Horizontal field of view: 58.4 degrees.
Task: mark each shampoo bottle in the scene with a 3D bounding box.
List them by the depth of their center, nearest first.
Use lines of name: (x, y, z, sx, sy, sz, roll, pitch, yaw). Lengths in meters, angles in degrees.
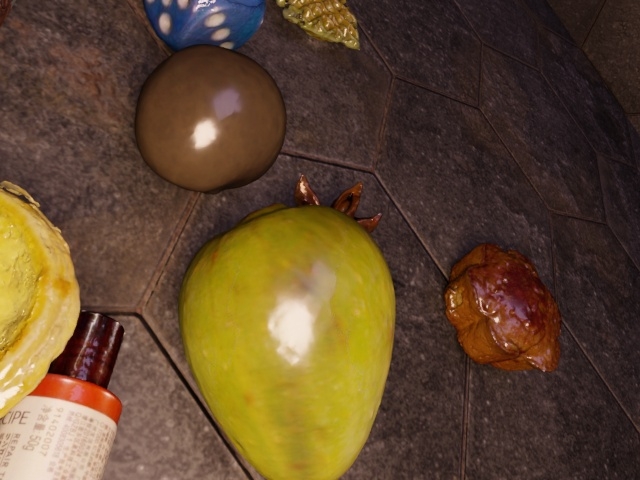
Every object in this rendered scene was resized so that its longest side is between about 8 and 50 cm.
shampoo bottle: (-0.250, 0.196, 0.527, 0.104, 0.104, 0.278, 28, 49, -26)

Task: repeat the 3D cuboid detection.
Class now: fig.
fig: (-0.029, 0.118, 0.668, 0.258, 0.258, 0.326, -2, 78, -42)

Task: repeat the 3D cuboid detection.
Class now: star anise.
star anise: (0.005, 0.003, 0.866, 0.212, 0.111, 0.196, -22, 75, -38)

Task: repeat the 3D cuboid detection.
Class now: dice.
dice: (-0.184, -0.385, 0.909, 0.146, 0.146, 0.143, -16, 78, -46)

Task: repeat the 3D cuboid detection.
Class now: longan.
longan: (-0.146, -0.162, 0.773, 0.220, 0.196, 0.196, -27, 84, -45)

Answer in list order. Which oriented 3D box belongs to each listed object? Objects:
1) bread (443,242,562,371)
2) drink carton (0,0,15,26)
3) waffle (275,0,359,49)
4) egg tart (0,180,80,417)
bread: (0.335, 0.117, 1.066, 0.232, 0.135, 0.247, 29, 50, -25)
drink carton: (-0.443, -0.400, 0.684, 0.189, 0.185, 0.191, 18, 56, -19)
waffle: (-0.018, -0.491, 1.183, 0.223, 0.054, 0.204, 11, 57, -37)
egg tart: (-0.361, 0.056, 0.513, 0.279, 0.095, 0.279, 12, 56, -18)
